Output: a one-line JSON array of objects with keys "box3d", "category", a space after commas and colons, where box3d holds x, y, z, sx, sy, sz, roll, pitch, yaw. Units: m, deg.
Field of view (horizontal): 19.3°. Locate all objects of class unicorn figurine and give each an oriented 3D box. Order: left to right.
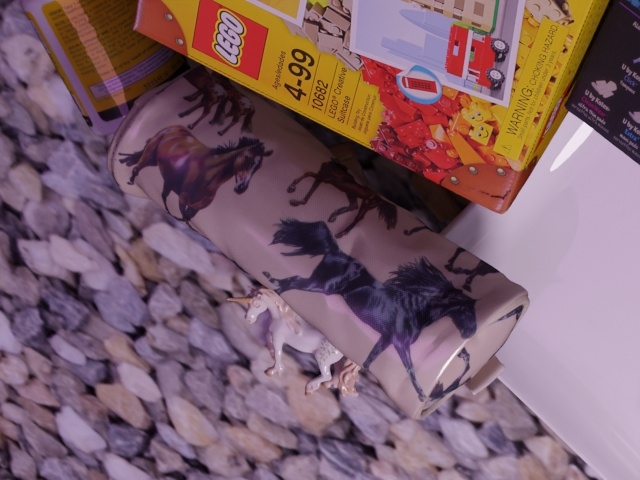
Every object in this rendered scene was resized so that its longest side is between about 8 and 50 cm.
[{"box3d": [-0.027, 0.104, 2.006, 0.162, 0.060, 0.111, 14, 127, -2], "category": "unicorn figurine"}]

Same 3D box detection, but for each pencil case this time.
[{"box3d": [0.000, 0.000, 1.765, 0.410, 0.183, 0.160, 38, 93, 11], "category": "pencil case"}]

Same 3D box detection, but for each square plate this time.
[{"box3d": [0.301, 0.040, 1.753, 0.344, 0.049, 0.347, 43, 120, 3], "category": "square plate"}]

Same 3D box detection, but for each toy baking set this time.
[{"box3d": [0.106, -0.039, 1.858, 0.256, 0.030, 0.196, 8, 127, 22], "category": "toy baking set"}]

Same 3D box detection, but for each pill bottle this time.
[{"box3d": [-0.220, -0.218, 1.842, 0.119, 0.119, 0.208, -14, 114, 33], "category": "pill bottle"}]

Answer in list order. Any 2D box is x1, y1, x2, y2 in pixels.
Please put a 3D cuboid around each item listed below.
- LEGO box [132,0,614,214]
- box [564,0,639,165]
[{"box3d": [0.078, -0.311, 1.472, 0.372, 0.193, 0.500, 27, 142, 9], "category": "LEGO box"}, {"box3d": [0.340, -0.187, 1.503, 0.143, 0.165, 0.270, 42, 127, 31], "category": "box"}]
